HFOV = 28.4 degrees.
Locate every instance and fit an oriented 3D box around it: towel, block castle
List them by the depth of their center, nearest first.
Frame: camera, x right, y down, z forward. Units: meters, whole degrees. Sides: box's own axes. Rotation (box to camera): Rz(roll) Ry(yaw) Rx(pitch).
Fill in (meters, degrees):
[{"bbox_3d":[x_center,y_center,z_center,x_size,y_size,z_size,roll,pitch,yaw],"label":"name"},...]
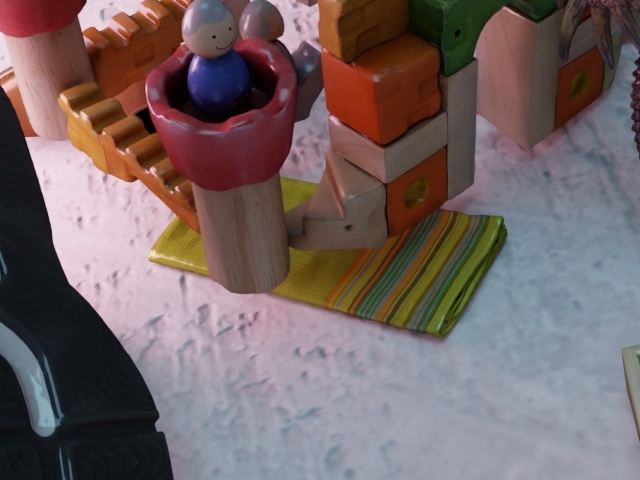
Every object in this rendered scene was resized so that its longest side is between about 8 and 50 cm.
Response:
[{"bbox_3d":[0.000,0.000,0.859,0.237,0.021,0.102,13,50,30],"label":"towel"},{"bbox_3d":[0.018,-0.198,0.867,0.453,0.212,0.303,-34,52,-25],"label":"block castle"}]

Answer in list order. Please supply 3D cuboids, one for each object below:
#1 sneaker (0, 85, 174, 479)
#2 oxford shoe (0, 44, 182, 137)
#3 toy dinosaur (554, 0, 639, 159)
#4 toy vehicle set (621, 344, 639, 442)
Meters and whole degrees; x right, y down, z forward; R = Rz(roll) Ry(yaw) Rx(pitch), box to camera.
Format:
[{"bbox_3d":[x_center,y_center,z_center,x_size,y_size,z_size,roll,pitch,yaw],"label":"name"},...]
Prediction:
[{"bbox_3d":[-0.242,0.120,0.751,0.257,0.169,0.447,-42,58,38],"label":"sneaker"},{"bbox_3d":[-0.174,-0.104,0.989,0.212,0.076,0.076,-5,49,12],"label":"oxford shoe"},{"bbox_3d":[0.226,-0.100,0.738,0.200,0.295,0.127,-7,11,-4],"label":"toy dinosaur"},{"bbox_3d":[0.253,0.149,0.609,0.166,0.035,0.266,-11,43,8],"label":"toy vehicle set"}]
